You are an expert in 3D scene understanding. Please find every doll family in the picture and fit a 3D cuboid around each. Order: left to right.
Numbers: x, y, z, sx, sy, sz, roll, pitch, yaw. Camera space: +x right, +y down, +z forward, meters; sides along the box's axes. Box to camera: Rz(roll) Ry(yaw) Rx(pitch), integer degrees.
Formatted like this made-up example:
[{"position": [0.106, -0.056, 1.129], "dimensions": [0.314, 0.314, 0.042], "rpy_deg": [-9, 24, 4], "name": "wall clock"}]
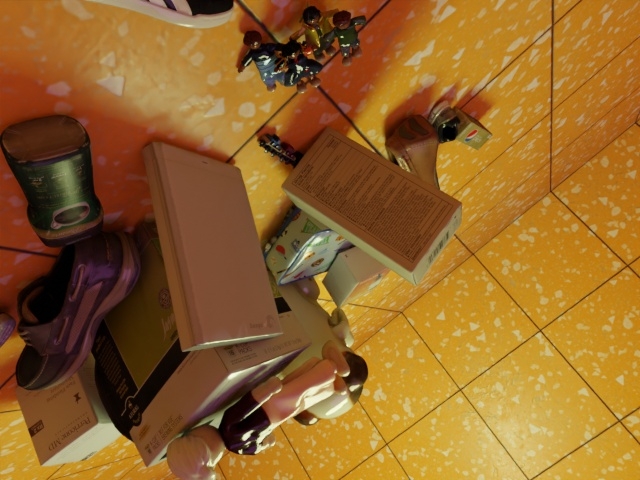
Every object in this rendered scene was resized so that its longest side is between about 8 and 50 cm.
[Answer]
[{"position": [-0.028, -0.282, 0.713], "dimensions": [0.192, 0.076, 0.111], "rpy_deg": [-35, 161, 4], "name": "doll family"}]

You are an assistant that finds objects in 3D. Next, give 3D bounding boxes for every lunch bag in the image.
[{"position": [0.000, 0.000, 1.230], "dimensions": [0.303, 0.115, 0.243], "rpy_deg": [-10, 148, -47], "name": "lunch bag"}]

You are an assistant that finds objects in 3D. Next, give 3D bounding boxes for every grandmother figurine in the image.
[{"position": [-0.108, 0.315, 0.883], "dimensions": [0.342, 0.104, 0.208], "rpy_deg": [-22, 127, -29], "name": "grandmother figurine"}]

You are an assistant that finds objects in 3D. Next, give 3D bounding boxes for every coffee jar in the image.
[{"position": [-0.349, -0.071, 0.655], "dimensions": [0.096, 0.079, 0.184], "rpy_deg": [-24, 153, -31], "name": "coffee jar"}]

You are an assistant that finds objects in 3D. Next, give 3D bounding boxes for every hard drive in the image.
[{"position": [-0.166, 0.010, 0.778], "dimensions": [0.040, 0.308, 0.203], "rpy_deg": [-24, 163, 27], "name": "hard drive"}]

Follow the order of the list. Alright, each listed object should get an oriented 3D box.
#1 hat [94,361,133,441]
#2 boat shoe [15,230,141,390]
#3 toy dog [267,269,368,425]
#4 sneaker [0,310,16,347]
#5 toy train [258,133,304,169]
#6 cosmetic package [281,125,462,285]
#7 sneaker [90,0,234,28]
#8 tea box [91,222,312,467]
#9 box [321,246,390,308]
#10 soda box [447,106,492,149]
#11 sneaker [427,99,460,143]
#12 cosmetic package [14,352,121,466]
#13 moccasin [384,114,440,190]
[{"position": [-0.358, 0.342, 1.091], "dimensions": [0.331, 0.331, 0.134], "rpy_deg": [-5, 140, -50], "name": "hat"}, {"position": [-0.449, 0.115, 0.837], "dimensions": [0.130, 0.132, 0.355], "rpy_deg": [18, 114, -51], "name": "boat shoe"}, {"position": [-0.037, 0.265, 1.296], "dimensions": [0.284, 0.408, 0.395], "rpy_deg": [-37, 157, 0], "name": "toy dog"}, {"position": [-0.632, 0.193, 0.728], "dimensions": [0.321, 0.127, 0.126], "rpy_deg": [-48, 177, -45], "name": "sneaker"}, {"position": [-0.066, -0.166, 0.930], "dimensions": [0.036, 0.027, 0.158], "rpy_deg": [-46, 155, 13], "name": "toy train"}, {"position": [0.097, -0.069, 0.945], "dimensions": [0.160, 0.309, 0.113], "rpy_deg": [-52, 157, -6], "name": "cosmetic package"}, {"position": [-0.164, -0.294, 0.491], "dimensions": [0.216, 0.079, 0.121], "rpy_deg": [-11, 148, -42], "name": "sneaker"}, {"position": [-0.252, 0.184, 0.953], "dimensions": [0.219, 0.324, 0.329], "rpy_deg": [-7, 144, -53], "name": "tea box"}, {"position": [0.097, 0.085, 1.286], "dimensions": [0.130, 0.091, 0.170], "rpy_deg": [-23, 160, -27], "name": "box"}, {"position": [0.381, -0.288, 1.273], "dimensions": [0.058, 0.061, 0.181], "rpy_deg": [-47, 155, 25], "name": "soda box"}, {"position": [0.290, -0.254, 1.194], "dimensions": [0.063, 0.075, 0.170], "rpy_deg": [-26, 155, -23], "name": "sneaker"}, {"position": [-0.534, 0.366, 1.085], "dimensions": [0.151, 0.184, 0.151], "rpy_deg": [-37, 157, 0], "name": "cosmetic package"}, {"position": [0.221, -0.142, 1.229], "dimensions": [0.146, 0.139, 0.380], "rpy_deg": [-33, 156, -5], "name": "moccasin"}]
